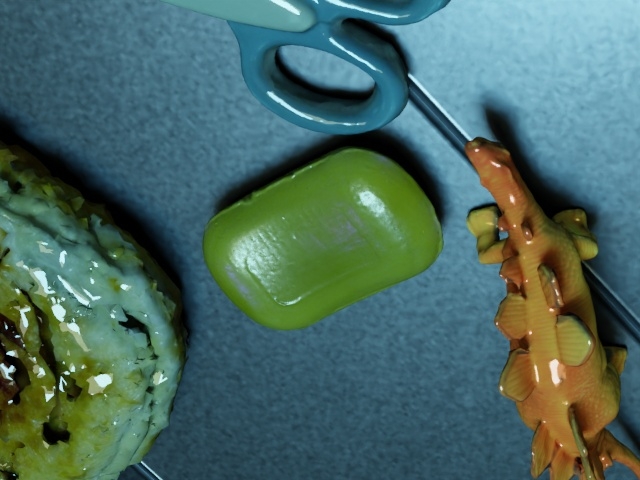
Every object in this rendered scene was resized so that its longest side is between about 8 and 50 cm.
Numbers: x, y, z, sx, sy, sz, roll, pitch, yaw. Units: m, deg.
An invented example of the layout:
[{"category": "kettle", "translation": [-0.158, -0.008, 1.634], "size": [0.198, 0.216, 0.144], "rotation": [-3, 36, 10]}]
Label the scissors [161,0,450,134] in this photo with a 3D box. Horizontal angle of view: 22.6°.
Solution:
[{"category": "scissors", "translation": [-0.079, -0.145, 0.821], "size": [0.289, 0.041, 0.138], "rotation": [21, 133, -1]}]

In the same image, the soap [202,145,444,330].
[{"category": "soap", "translation": [0.000, -0.001, 0.895], "size": [0.140, 0.045, 0.089], "rotation": [-26, 111, 29]}]

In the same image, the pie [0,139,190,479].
[{"category": "pie", "translation": [-0.217, 0.060, 0.969], "size": [0.308, 0.085, 0.308], "rotation": [6, 124, 10]}]

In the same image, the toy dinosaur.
[{"category": "toy dinosaur", "translation": [0.133, 0.074, 0.868], "size": [0.070, 0.117, 0.288], "rotation": [-14, 116, 22]}]
